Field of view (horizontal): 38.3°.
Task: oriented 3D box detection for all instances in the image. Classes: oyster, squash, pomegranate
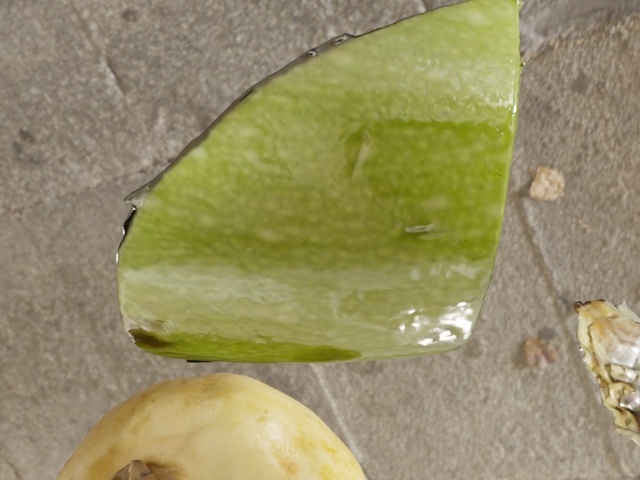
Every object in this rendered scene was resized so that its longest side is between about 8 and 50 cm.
[{"bbox_3d":[0.369,0.160,0.893,0.201,0.355,0.107,24,121,-19],"label":"oyster"},{"bbox_3d":[0.015,0.015,0.380,0.085,0.184,0.192,52,158,30],"label":"squash"},{"bbox_3d":[-0.065,0.163,0.510,0.196,0.196,0.196,12,124,18],"label":"pomegranate"}]
